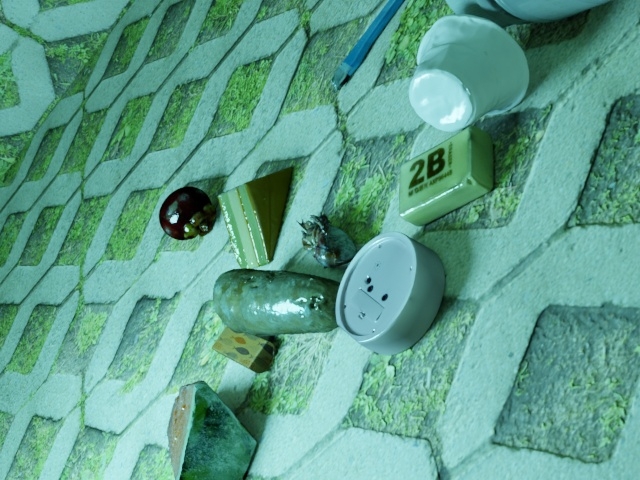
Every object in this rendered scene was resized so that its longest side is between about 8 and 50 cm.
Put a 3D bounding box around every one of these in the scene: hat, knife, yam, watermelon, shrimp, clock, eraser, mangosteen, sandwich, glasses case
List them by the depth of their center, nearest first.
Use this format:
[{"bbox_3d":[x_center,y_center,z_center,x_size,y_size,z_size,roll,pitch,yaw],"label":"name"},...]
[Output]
[{"bbox_3d":[0.220,-0.253,1.690,0.203,0.203,0.126,-23,19,47],"label":"hat"},{"bbox_3d":[0.113,0.087,1.738,0.197,0.068,0.196,-36,40,38],"label":"clock"},{"bbox_3d":[0.207,-0.107,1.755,0.172,0.058,0.117,-28,46,43],"label":"eraser"},{"bbox_3d":[-0.064,0.114,1.934,0.330,0.133,0.133,-3,65,50],"label":"yam"},{"bbox_3d":[0.000,0.000,1.968,0.233,0.079,0.090,-143,44,-61],"label":"shrimp"},{"bbox_3d":[-0.227,0.361,1.995,0.257,0.140,0.192,8,78,67],"label":"watermelon"},{"bbox_3d":[-0.147,0.211,2.054,0.064,0.041,0.170,-56,29,-11],"label":"glasses case"},{"bbox_3d":[0.111,-0.429,2.177,0.296,0.026,0.044,-52,36,13],"label":"knife"},{"bbox_3d":[-0.114,-0.045,2.226,0.117,0.144,0.187,-18,88,50],"label":"sandwich"},{"bbox_3d":[-0.299,-0.055,2.416,0.140,0.140,0.140,-35,40,37],"label":"mangosteen"}]

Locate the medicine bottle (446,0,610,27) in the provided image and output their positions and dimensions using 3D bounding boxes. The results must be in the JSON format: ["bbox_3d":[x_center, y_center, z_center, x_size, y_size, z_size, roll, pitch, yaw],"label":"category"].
[{"bbox_3d":[0.343,-0.462,1.647,0.306,0.245,0.245,-10,59,63],"label":"medicine bottle"}]
